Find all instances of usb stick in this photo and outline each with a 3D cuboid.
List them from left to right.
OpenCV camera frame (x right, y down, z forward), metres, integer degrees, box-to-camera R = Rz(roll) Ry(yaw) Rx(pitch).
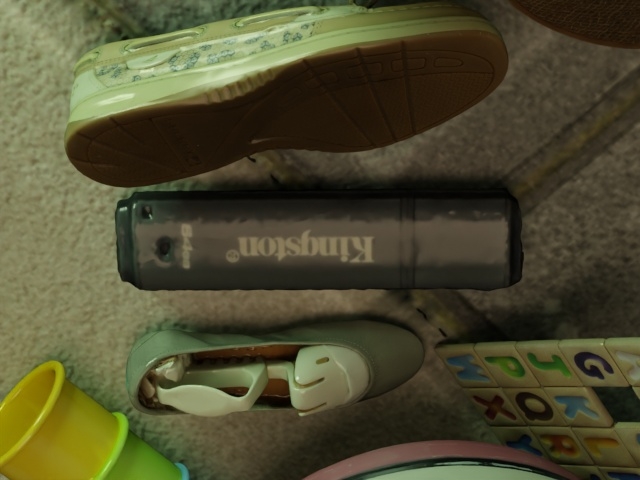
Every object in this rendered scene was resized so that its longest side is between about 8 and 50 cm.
[{"bbox_3d":[0.000,0.000,1.245,0.278,0.045,0.077,0,120,2],"label":"usb stick"}]

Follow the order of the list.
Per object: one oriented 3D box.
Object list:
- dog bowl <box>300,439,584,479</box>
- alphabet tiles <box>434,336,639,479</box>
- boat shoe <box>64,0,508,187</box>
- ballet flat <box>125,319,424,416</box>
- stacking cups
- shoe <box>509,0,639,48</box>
[{"bbox_3d":[0.081,0.317,1.291,0.408,0.150,0.408,-4,123,-5],"label":"dog bowl"},{"bbox_3d":[0.210,0.157,1.280,0.198,0.009,0.237,-6,127,49],"label":"alphabet tiles"},{"bbox_3d":[-0.026,-0.111,1.152,0.285,0.089,0.104,-10,144,7],"label":"boat shoe"},{"bbox_3d":[-0.032,0.099,1.288,0.213,0.068,0.072,-1,119,2],"label":"ballet flat"},{"bbox_3d":[-0.103,0.212,1.352,0.316,0.096,0.096,39,113,-24],"label":"stacking cups"},{"bbox_3d":[0.225,-0.162,1.149,0.219,0.058,0.076,6,150,3],"label":"shoe"}]
